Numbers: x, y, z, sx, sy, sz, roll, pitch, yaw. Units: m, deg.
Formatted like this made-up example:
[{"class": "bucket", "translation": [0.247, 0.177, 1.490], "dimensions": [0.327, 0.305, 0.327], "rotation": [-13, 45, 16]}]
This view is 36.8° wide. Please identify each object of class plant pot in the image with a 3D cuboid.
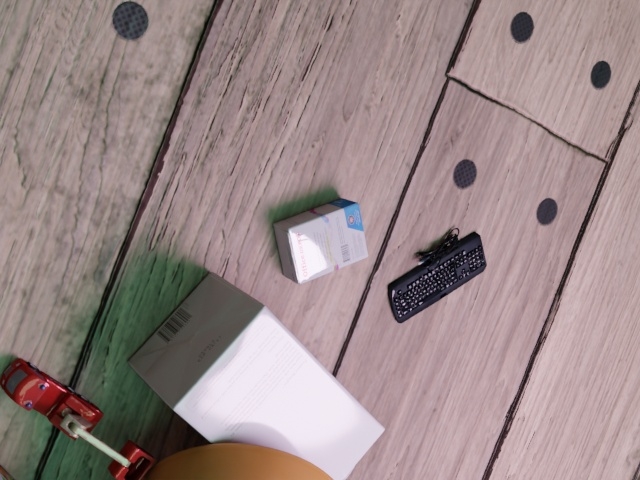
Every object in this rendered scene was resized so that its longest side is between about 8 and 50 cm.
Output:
[{"class": "plant pot", "translation": [-0.111, 0.429, 1.225], "dimensions": [0.290, 0.204, 0.291], "rotation": [2, 131, 2]}]

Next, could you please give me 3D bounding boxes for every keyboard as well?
[{"class": "keyboard", "translation": [0.192, 0.053, 1.540], "dimensions": [0.192, 0.038, 0.100], "rotation": [-31, 117, -21]}]

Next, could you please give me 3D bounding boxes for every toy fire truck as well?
[{"class": "toy fire truck", "translation": [-0.312, 0.232, 1.228], "dimensions": [0.192, 0.135, 0.047], "rotation": [42, 80, -32]}]

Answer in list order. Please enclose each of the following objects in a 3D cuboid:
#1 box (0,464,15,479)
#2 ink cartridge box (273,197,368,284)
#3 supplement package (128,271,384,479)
[{"class": "box", "translation": [-0.362, 0.436, 1.196], "dimensions": [0.126, 0.231, 0.262], "rotation": [-40, 119, -16]}, {"class": "ink cartridge box", "translation": [0.000, 0.000, 1.402], "dimensions": [0.122, 0.052, 0.089], "rotation": [-21, 113, -26]}, {"class": "supplement package", "translation": [-0.086, 0.218, 1.334], "dimensions": [0.177, 0.175, 0.293], "rotation": [-48, 122, -12]}]
